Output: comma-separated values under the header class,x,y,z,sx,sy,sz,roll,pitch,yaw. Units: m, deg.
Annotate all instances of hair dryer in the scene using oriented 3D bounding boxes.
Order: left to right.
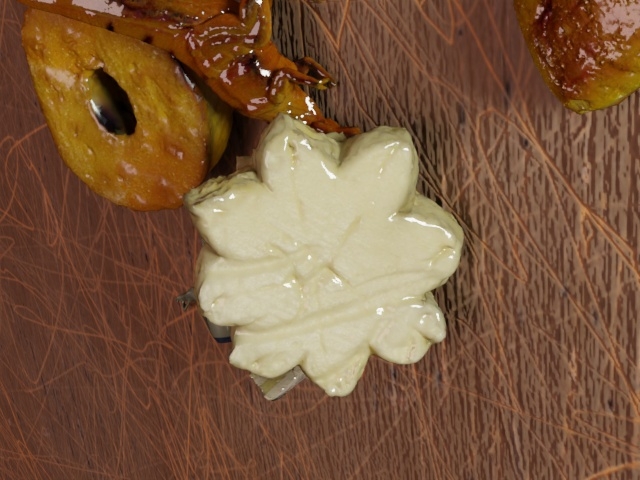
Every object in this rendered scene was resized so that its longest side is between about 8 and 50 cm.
class,x,y,z,sx,sy,sz,roll,pitch,yaw
hair dryer,-0.162,0.040,1.303,0.199,0.067,0.167,26,119,57

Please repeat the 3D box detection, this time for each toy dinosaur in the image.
class,x,y,z,sx,sy,sz,roll,pitch,yaw
toy dinosaur,-0.103,-0.234,0.979,0.432,0.097,0.208,33,112,-5

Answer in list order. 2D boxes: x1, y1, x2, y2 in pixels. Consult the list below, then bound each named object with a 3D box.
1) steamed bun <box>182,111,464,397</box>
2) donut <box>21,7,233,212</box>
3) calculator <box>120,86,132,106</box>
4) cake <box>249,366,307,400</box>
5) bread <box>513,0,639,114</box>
class,x,y,z,sx,sy,sz,roll,pitch,yaw
steamed bun,0.000,0.000,0.959,0.295,0.137,0.292,21,110,-10
donut,-0.230,-0.187,1.156,0.303,0.110,0.303,18,129,24
calculator,-0.277,-0.319,1.231,0.220,0.048,0.330,12,121,43
cake,-0.035,0.145,1.139,0.052,0.121,0.065,43,129,16
bread,0.248,-0.205,0.666,0.271,0.077,0.139,-39,76,54
